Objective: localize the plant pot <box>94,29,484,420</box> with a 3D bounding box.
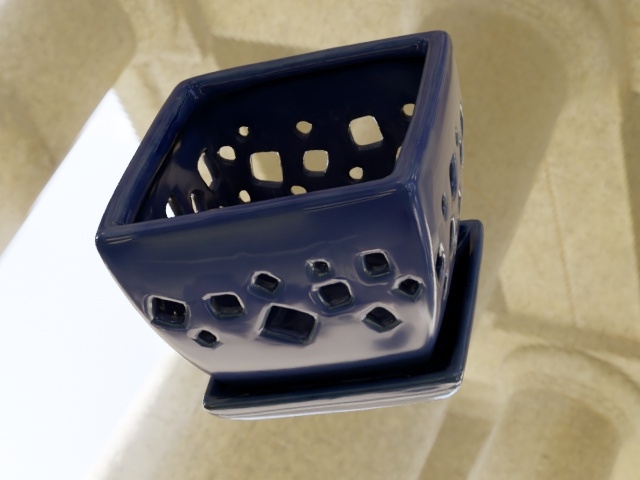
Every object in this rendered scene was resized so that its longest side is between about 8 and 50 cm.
[{"bbox_3d":[0.000,0.000,1.004,0.235,0.236,0.212,-9,-57,18],"label":"plant pot"}]
